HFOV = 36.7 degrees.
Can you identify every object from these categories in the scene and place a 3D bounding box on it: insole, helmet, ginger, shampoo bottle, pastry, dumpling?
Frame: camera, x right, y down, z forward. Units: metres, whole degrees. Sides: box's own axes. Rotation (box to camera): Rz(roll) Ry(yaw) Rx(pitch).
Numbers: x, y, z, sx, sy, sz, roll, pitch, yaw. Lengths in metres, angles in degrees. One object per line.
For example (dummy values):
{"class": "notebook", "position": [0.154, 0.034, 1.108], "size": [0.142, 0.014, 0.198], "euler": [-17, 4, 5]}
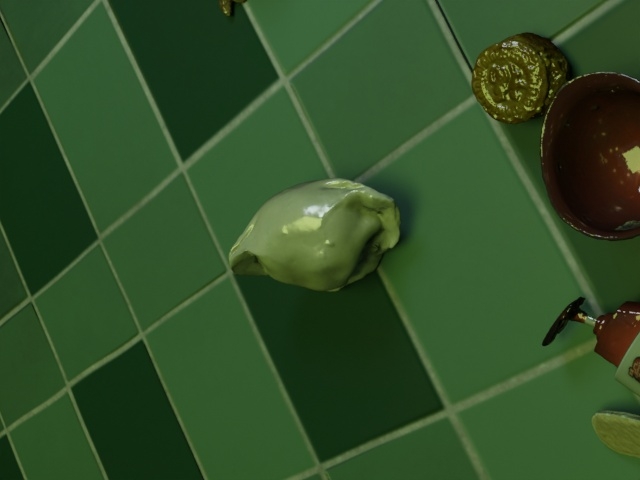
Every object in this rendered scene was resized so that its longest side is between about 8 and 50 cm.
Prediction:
{"class": "insole", "position": [0.380, 0.217, 1.004], "size": [0.248, 0.011, 0.081], "euler": [-1, 123, 58]}
{"class": "helmet", "position": [0.315, -0.087, 0.998], "size": [0.155, 0.106, 0.175], "euler": [-48, 63, 31]}
{"class": "ginger", "position": [-0.125, -0.363, 1.353], "size": [0.048, 0.030, 0.097], "euler": [17, 110, 37]}
{"class": "shampoo bottle", "position": [0.373, 0.132, 1.018], "size": [0.284, 0.071, 0.153], "euler": [29, 124, 35]}
{"class": "pastry", "position": [0.225, -0.183, 1.088], "size": [0.109, 0.057, 0.097], "euler": [-8, 99, 42]}
{"class": "dumpling", "position": [0.000, 0.000, 1.259], "size": [0.250, 0.162, 0.132], "euler": [-25, 46, 28]}
